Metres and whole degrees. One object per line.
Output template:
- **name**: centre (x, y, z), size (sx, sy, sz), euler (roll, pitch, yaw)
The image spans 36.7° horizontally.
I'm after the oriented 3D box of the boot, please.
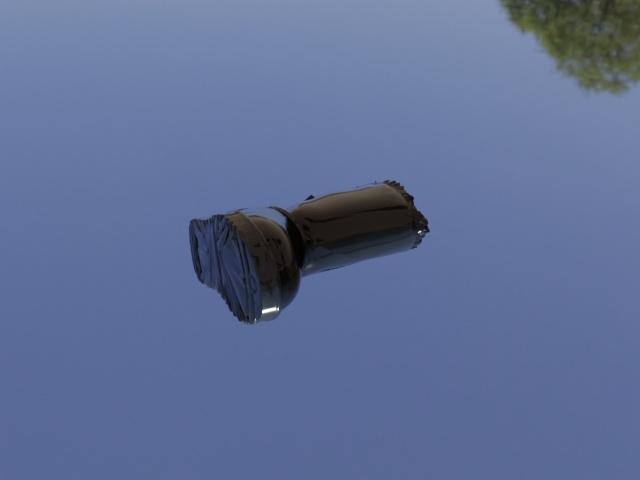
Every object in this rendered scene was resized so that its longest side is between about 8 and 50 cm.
- **boot**: centre (0.000, 0.001, 0.427), size (0.099, 0.045, 0.121), euler (-10, -171, -18)
